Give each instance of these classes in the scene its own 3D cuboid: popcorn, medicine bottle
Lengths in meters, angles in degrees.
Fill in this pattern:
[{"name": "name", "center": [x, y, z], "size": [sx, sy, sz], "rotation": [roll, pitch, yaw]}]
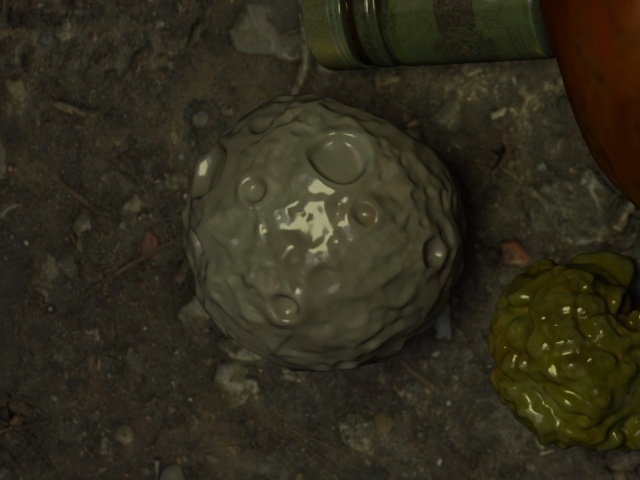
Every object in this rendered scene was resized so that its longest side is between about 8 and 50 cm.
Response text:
[{"name": "popcorn", "center": [0.305, 0.125, 1.643], "size": [0.235, 0.217, 0.181], "rotation": [40, 140, 10]}, {"name": "medicine bottle", "center": [0.153, -0.279, 1.674], "size": [0.322, 0.151, 0.151], "rotation": [0, 98, 27]}]

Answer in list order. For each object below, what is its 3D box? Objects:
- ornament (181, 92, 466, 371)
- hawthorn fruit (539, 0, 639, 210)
[{"name": "ornament", "center": [0.000, 0.000, 1.688], "size": [0.337, 0.337, 0.337], "rotation": [4, 99, 26]}, {"name": "hawthorn fruit", "center": [0.434, -0.208, 1.389], "size": [0.472, 0.472, 0.471], "rotation": [4, 99, 26]}]
